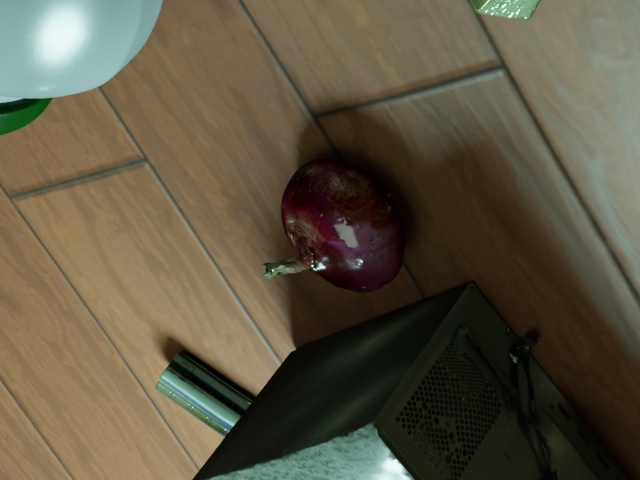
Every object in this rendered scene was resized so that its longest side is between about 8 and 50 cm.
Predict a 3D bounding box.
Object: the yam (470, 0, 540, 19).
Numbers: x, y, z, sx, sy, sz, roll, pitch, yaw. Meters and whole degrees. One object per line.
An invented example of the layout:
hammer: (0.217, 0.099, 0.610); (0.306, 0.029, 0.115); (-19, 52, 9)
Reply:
yam: (0.182, -0.255, 1.540); (0.068, 0.068, 0.169); (35, 139, 5)

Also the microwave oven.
microwave oven: (0.143, 0.308, 1.960); (0.374, 0.236, 0.432); (-25, 110, 46)

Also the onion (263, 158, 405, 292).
onion: (0.000, 0.000, 1.855); (0.150, 0.140, 0.150); (34, 141, 33)

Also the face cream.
face cream: (-0.302, -0.276, 1.763); (0.312, 0.219, 0.357); (39, 140, -1)

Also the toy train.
toy train: (-0.081, 0.226, 2.195); (0.252, 0.048, 0.055); (34, 142, 6)
